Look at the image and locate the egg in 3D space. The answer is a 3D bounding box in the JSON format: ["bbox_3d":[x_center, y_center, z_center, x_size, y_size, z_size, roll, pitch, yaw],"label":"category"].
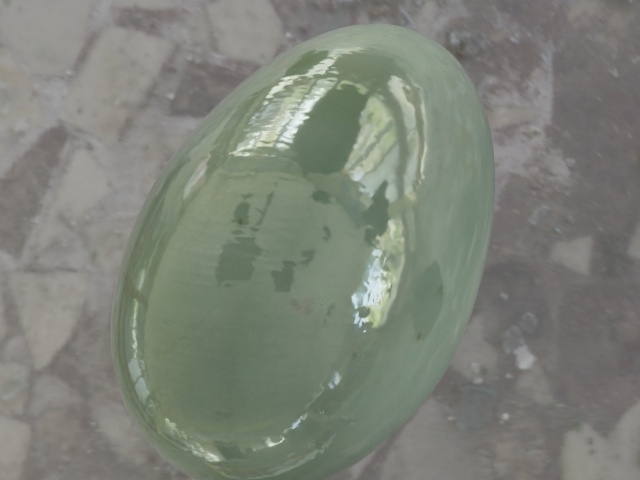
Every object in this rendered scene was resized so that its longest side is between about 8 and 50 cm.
[{"bbox_3d":[0.000,0.000,0.852,0.230,0.230,0.371,11,52,26],"label":"egg"}]
